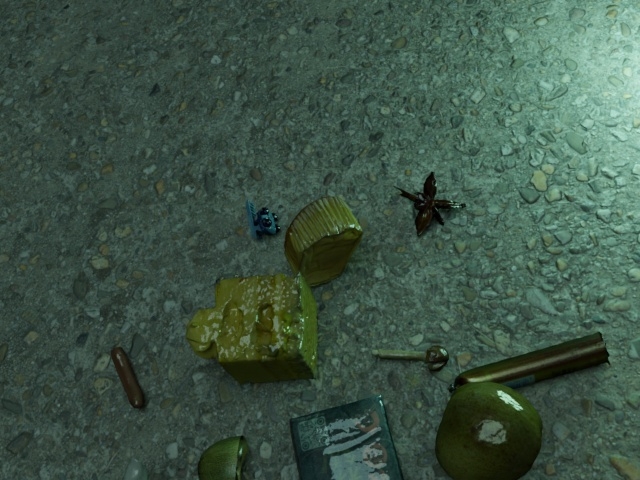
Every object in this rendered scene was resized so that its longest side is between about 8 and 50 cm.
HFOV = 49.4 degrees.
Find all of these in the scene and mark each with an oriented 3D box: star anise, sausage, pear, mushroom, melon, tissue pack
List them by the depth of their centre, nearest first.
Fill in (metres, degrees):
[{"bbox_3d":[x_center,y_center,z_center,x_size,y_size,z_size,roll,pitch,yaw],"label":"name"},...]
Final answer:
[{"bbox_3d":[0.366,0.420,1.490,0.211,0.188,0.228,9,68,26],"label":"pear"},{"bbox_3d":[0.068,0.526,1.551,0.228,0.103,0.315,-16,59,4],"label":"tissue pack"},{"bbox_3d":[0.474,0.299,1.602,0.372,0.082,0.082,-17,60,4],"label":"sausage"},{"bbox_3d":[-0.234,0.532,1.627,0.128,0.079,0.160,-5,61,9],"label":"melon"},{"bbox_3d":[0.217,0.283,1.679,0.187,0.060,0.061,-2,69,18],"label":"mushroom"},{"bbox_3d":[-0.499,0.356,1.802,0.043,0.043,0.186,-31,59,-5],"label":"sausage"},{"bbox_3d":[0.281,-0.104,1.882,0.158,0.144,0.140,-40,106,-3],"label":"star anise"}]

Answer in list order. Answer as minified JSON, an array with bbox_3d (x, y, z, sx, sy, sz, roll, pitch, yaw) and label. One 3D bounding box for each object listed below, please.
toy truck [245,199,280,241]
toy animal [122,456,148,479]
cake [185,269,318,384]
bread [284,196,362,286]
[{"bbox_3d":[-0.165,-0.068,1.955,0.074,0.063,0.136,-27,54,20],"label":"toy truck"},{"bbox_3d":[-0.366,0.650,1.509,0.154,0.208,0.325,-31,100,13],"label":"toy animal"},{"bbox_3d":[-0.163,0.217,1.698,0.286,0.227,0.222,-6,62,10],"label":"cake"},{"bbox_3d":[0.000,0.000,1.768,0.179,0.250,0.133,-20,61,-22],"label":"bread"}]
